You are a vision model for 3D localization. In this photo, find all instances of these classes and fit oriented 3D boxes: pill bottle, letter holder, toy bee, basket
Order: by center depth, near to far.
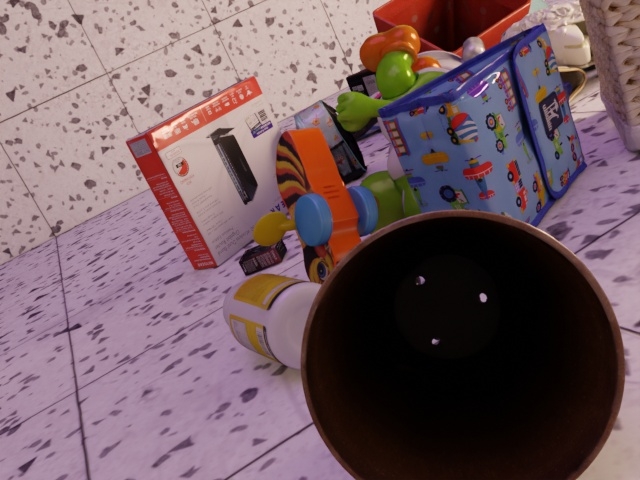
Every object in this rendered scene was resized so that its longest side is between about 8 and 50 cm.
[{"bbox_3d":[-0.055,0.095,0.906,0.103,0.103,0.184,-33,18,-23],"label":"pill bottle"},{"bbox_3d":[0.000,0.000,0.993,0.162,0.195,0.298,121,150,-47],"label":"toy bee"},{"bbox_3d":[0.561,-0.336,1.060,0.328,0.266,0.331,-19,19,20],"label":"basket"},{"bbox_3d":[0.263,-0.480,2.165,0.214,0.152,0.302,-32,17,-28],"label":"letter holder"}]

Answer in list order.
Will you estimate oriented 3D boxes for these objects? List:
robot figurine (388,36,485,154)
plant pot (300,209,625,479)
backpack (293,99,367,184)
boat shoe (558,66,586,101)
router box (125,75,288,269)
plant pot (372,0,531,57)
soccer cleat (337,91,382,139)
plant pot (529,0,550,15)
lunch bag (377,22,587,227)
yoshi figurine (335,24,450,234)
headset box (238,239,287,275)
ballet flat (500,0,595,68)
[{"bbox_3d":[0.233,-0.272,1.455,0.300,0.200,0.353,-52,8,19],"label":"robot figurine"},{"bbox_3d":[0.109,0.076,0.600,0.215,0.215,0.230,-23,2,10],"label":"plant pot"},{"bbox_3d":[0.006,-0.219,1.651,0.144,0.188,0.166,-24,17,5],"label":"backpack"},{"bbox_3d":[0.426,-0.284,1.380,0.089,0.104,0.285,-7,21,37],"label":"boat shoe"},{"bbox_3d":[-0.202,-0.150,1.546,0.082,0.301,0.335,-10,22,43],"label":"router box"},{"bbox_3d":[0.319,-0.467,1.765,0.267,0.235,0.267,-36,52,-18],"label":"plant pot"},{"bbox_3d":[0.187,-0.376,2.004,0.331,0.116,0.143,-18,18,25],"label":"soccer cleat"},{"bbox_3d":[0.507,-0.575,1.978,0.293,0.196,0.293,-19,18,7],"label":"plant pot"},{"bbox_3d":[0.254,-0.145,0.988,0.293,0.221,0.138,-36,20,-32],"label":"lunch bag"},{"bbox_3d":[0.119,-0.149,1.153,0.204,0.203,0.362,2,57,-6],"label":"yoshi figurine"},{"bbox_3d":[-0.100,0.027,1.319,0.083,0.032,0.062,-23,16,15],"label":"headset box"},{"bbox_3d":[0.566,-0.414,1.465,0.409,0.147,0.147,-11,19,13],"label":"ballet flat"}]
